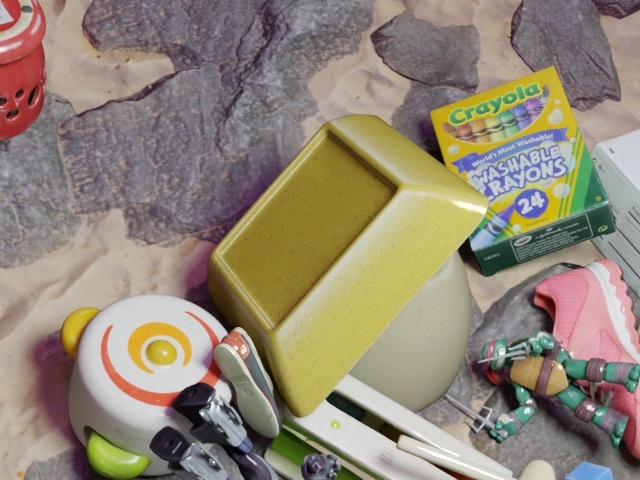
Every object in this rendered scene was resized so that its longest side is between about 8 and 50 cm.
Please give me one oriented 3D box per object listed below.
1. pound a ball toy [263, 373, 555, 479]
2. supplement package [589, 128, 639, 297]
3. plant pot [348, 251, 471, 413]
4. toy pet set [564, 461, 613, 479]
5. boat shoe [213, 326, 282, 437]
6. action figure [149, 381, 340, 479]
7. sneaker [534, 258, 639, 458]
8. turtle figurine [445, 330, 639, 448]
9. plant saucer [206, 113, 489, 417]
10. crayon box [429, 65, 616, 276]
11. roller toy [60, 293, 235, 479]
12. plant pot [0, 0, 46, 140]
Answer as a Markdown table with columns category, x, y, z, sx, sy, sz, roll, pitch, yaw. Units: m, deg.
| category | x | y | z | sx | sy | sz | roll | pitch | yaw |
| --- | --- | --- | --- | --- | --- | --- | --- | --- | --- |
| pound a ball toy | 0.114 | 0.248 | 1.515 | 0.319 | 0.208 | 0.136 | 29 | 49 | 8 |
| supplement package | 0.546 | -0.065 | 1.961 | 0.262 | 0.145 | 0.204 | -20 | 60 | -30 |
| plant pot | 0.081 | 0.063 | 1.670 | 0.284 | 0.191 | 0.284 | 10 | 50 | -11 |
| toy pet set | 0.323 | 0.336 | 1.605 | 0.114 | 0.065 | 0.122 | -29 | 65 | -35 |
| boat shoe | -0.077 | 0.165 | 1.474 | 0.043 | 0.049 | 0.137 | -49 | 118 | -48 |
| action figure | -0.068 | 0.289 | 1.425 | 0.285 | 0.099 | 0.185 | 49 | 55 | -26 |
| sneaker | 0.376 | 0.170 | 1.755 | 0.136 | 0.116 | 0.314 | -8 | 51 | -4 |
| turtle figurine | 0.287 | 0.176 | 1.653 | 0.234 | 0.175 | 0.118 | 15 | 38 | 17 |
| plant saucer | 0.000 | 0.000 | 1.551 | 0.081 | 0.333 | 0.333 | 39 | 4 | -33 |
| crayon box | 0.289 | -0.125 | 1.905 | 0.203 | 0.083 | 0.323 | -20 | 52 | 10 |
| roller toy | -0.199 | 0.165 | 1.520 | 0.191 | 0.146 | 0.209 | -9 | 55 | -25 |
| plant pot | -0.473 | -0.257 | 1.765 | 0.191 | 0.174 | 0.191 | 8 | 51 | -10 |
